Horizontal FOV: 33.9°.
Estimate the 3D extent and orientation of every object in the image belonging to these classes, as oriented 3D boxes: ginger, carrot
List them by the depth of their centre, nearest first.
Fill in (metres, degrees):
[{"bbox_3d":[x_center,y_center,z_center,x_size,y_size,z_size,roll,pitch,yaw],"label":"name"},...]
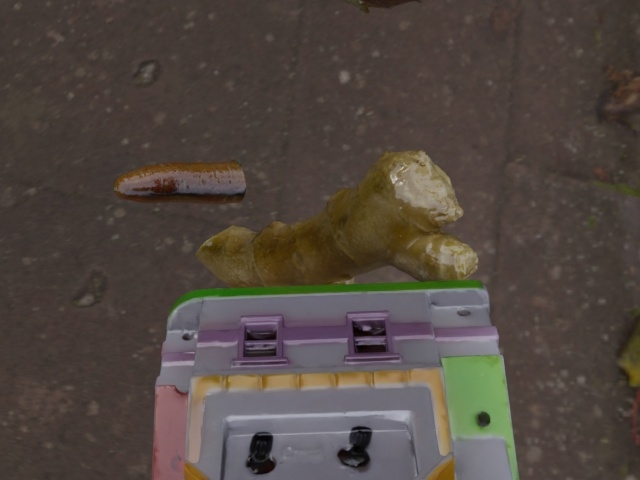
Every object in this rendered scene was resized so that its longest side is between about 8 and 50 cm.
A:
[{"bbox_3d":[0.002,-0.001,0.903,0.065,0.298,0.118,-19,95,-45],"label":"ginger"},{"bbox_3d":[-0.144,-0.060,1.067,0.139,0.048,0.048,-3,86,-33],"label":"carrot"}]

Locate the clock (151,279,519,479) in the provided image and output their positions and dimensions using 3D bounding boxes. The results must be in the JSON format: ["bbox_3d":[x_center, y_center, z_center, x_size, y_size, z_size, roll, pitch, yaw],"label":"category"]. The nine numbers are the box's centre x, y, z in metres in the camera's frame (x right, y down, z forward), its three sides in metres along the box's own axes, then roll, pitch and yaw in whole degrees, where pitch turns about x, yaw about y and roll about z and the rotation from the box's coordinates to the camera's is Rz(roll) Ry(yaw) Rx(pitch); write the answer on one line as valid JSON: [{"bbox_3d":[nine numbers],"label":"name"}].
[{"bbox_3d":[0.008,0.172,0.656,0.235,0.309,0.166,-2,120,0],"label":"clock"}]

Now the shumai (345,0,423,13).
[{"bbox_3d":[0.057,-0.326,1.133,0.166,0.206,0.176,3,75,-52],"label":"shumai"}]
